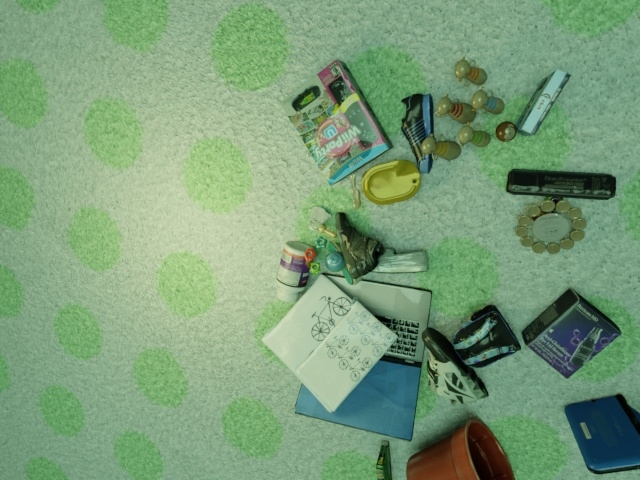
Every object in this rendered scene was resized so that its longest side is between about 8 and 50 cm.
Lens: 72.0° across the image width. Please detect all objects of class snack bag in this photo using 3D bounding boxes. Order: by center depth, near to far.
[{"bbox_3d":[0.022,0.317,1.435,0.342,0.037,0.323,42,87,20],"label":"snack bag"}]

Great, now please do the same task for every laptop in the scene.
[{"bbox_3d":[0.138,0.357,1.426,0.381,0.236,0.409,8,105,14],"label":"laptop"}]

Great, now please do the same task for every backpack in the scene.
[{"bbox_3d":[0.500,0.302,1.363,0.173,0.117,0.158,-35,92,16],"label":"backpack"}]

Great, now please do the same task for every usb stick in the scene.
[{"bbox_3d":[0.675,-0.159,1.247,0.277,0.045,0.077,6,82,15],"label":"usb stick"}]

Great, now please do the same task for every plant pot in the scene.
[{"bbox_3d":[0.441,0.762,1.428,0.265,0.272,0.272,-37,90,28],"label":"plant pot"}]

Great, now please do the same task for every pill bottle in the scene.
[{"bbox_3d":[-0.091,0.108,1.505,0.108,0.108,0.194,18,107,12],"label":"pill bottle"}]

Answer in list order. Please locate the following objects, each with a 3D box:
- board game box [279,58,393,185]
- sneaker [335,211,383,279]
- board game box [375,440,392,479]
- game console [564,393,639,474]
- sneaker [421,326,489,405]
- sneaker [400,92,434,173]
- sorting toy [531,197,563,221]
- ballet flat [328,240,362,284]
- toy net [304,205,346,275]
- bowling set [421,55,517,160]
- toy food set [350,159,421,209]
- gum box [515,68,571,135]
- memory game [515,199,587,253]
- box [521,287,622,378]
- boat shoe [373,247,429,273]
[{"bbox_3d":[0.051,-0.358,1.364,0.223,0.097,0.304,-31,93,21],"label":"board game box"},{"bbox_3d":[0.126,-0.001,1.410,0.130,0.087,0.228,-22,65,9],"label":"sneaker"},{"bbox_3d":[0.232,0.870,1.569,0.030,0.136,0.260,-2,101,20],"label":"board game box"},{"bbox_3d":[0.867,0.588,1.231,0.250,0.293,0.174,-21,96,20],"label":"game console"},{"bbox_3d":[0.386,0.414,1.382,0.146,0.122,0.331,-33,111,18],"label":"sneaker"},{"bbox_3d":[0.288,-0.316,1.317,0.090,0.081,0.233,2,100,26],"label":"sneaker"},{"bbox_3d":[0.660,-0.088,1.272,0.061,0.042,0.102,42,110,4],"label":"sorting toy"},{"bbox_3d":[0.084,0.071,1.476,0.168,0.052,0.057,62,153,10],"label":"ballet flat"},{"bbox_3d":[0.000,0.000,1.449,0.121,0.045,0.233,-18,67,6],"label":"toy net"},{"bbox_3d":[0.418,-0.338,1.189,0.199,0.154,0.287,30,112,47],"label":"bowling set"},{"bbox_3d":[0.200,-0.181,1.370,0.217,0.071,0.128,-11,108,13],"label":"toy food set"},{"bbox_3d":[0.575,-0.355,1.160,0.041,0.184,0.157,29,109,8],"label":"gum box"},{"bbox_3d":[0.660,-0.037,1.267,0.186,0.012,0.186,10,127,13],"label":"memory game"},{"bbox_3d":[0.731,0.271,1.298,0.153,0.108,0.207,39,110,6],"label":"box"},{"bbox_3d":[0.234,0.065,1.424,0.227,0.079,0.081,-2,81,19],"label":"boat shoe"}]
